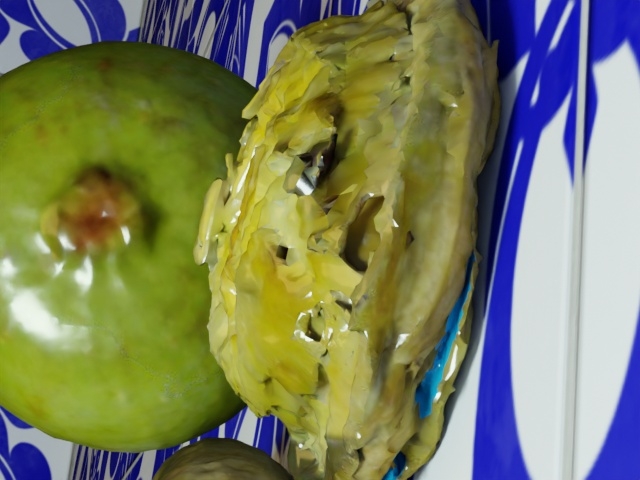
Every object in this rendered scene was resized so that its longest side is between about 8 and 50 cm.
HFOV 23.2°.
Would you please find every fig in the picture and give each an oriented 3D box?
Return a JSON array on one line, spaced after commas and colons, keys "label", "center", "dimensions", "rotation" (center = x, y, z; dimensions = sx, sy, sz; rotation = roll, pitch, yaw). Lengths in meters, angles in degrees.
[{"label": "fig", "center": [-0.123, -0.001, 1.029], "dimensions": [0.326, 0.258, 0.258], "rotation": [-70, -9, -86]}]

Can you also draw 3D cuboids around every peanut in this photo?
[{"label": "peanut", "center": [-0.062, 0.177, 0.911], "dimensions": [0.236, 0.110, 0.120], "rotation": [164, 107, -79]}]

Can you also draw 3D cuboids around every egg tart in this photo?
[{"label": "egg tart", "center": [0.000, 0.000, 0.771], "dimensions": [0.291, 0.107, 0.291], "rotation": [-169, 90, -79]}]
